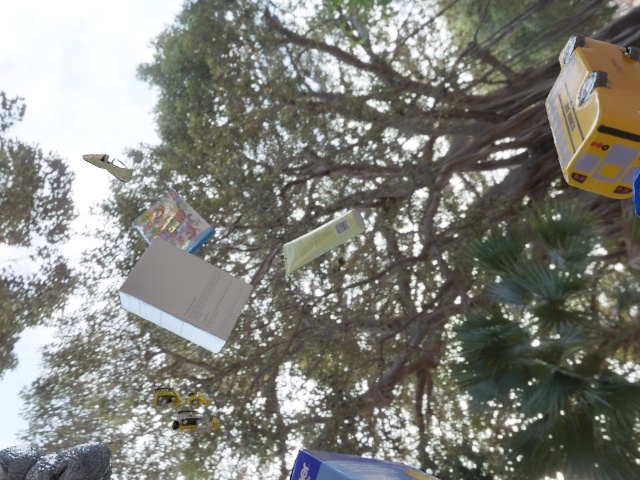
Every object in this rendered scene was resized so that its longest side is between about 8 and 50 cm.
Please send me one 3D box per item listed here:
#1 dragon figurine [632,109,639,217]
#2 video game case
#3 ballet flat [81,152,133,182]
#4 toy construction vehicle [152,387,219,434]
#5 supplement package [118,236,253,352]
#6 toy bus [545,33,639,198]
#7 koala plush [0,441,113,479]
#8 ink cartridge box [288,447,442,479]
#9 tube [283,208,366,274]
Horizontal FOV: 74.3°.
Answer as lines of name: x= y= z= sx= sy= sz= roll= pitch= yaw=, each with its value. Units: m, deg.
dragon figurine: x=0.250 y=-0.062 z=0.265 sx=0.289 sy=0.085 sz=0.144 roll=50 pitch=-126 yaw=-41
video game case: x=-0.316 y=-0.027 z=0.902 sx=0.119 sy=0.015 sz=0.166 roll=-45 pitch=-117 yaw=-11
ballet flat: x=-0.622 y=-0.227 z=1.245 sx=0.168 sy=0.052 sz=0.057 roll=29 pitch=-170 yaw=5
toy construction vehicle: x=-0.227 y=0.288 z=0.711 sx=0.098 sy=0.086 sz=0.035 roll=22 pitch=-83 yaw=-44
supplement package: x=-0.220 y=0.094 z=0.700 sx=0.179 sy=0.105 sz=0.105 roll=29 pitch=-121 yaw=-6
toy bus: x=0.446 y=-0.217 z=0.676 sx=0.108 sy=0.130 sz=0.333 roll=17 pitch=-136 yaw=6
koala plush: x=-0.540 y=0.459 z=0.801 sx=0.221 sy=0.196 sz=0.203 roll=18 pitch=-113 yaw=6
ink cartridge box: x=0.126 y=0.404 z=0.559 sx=0.270 sy=0.395 sz=0.151 roll=31 pitch=-113 yaw=-38
tube: x=0.000 y=0.000 z=1.062 sx=0.062 sy=0.240 sz=0.070 roll=57 pitch=-155 yaw=-9
